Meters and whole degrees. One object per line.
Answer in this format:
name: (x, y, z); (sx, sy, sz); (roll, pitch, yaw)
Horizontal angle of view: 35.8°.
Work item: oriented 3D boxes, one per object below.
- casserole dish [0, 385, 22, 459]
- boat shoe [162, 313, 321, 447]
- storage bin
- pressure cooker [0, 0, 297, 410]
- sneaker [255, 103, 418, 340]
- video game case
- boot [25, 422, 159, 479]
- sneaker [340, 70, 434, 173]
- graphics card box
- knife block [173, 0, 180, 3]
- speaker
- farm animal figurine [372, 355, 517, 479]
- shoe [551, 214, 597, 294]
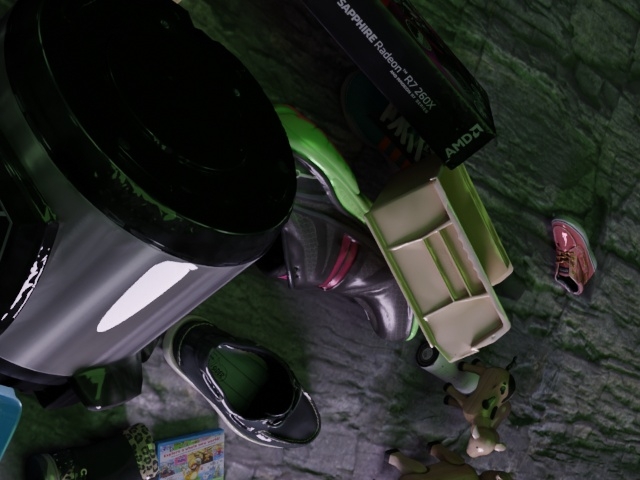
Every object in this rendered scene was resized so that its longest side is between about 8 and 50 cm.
casserole dish: (-0.450, 0.264, 1.252); (0.188, 0.037, 0.114); (-66, 155, -10)
boat shoe: (-0.091, 0.231, 1.515); (0.127, 0.113, 0.340); (-54, 126, -20)
storage bin: (0.193, 0.012, 1.504); (0.260, 0.123, 0.262); (62, 17, -10)
pressure cooker: (-0.280, -0.034, 1.104); (0.376, 0.420, 0.369); (35, 35, -29)
sneaker: (0.000, 0.000, 1.547); (0.202, 0.185, 0.482); (-38, 123, 0)
video game case: (-0.201, 0.378, 1.513); (0.119, 0.015, 0.166); (-4, 100, -39)
boot: (-0.304, 0.383, 1.382); (0.179, 0.085, 0.236); (-17, 106, -39)
sneaker: (0.154, -0.169, 1.650); (0.302, 0.121, 0.108); (47, 67, -34)
graphics card box: (0.107, -0.294, 1.459); (0.094, 0.232, 0.371); (-38, 104, 19)
knife block: (-0.233, -0.316, 1.237); (0.088, 0.276, 0.242); (54, 35, -33)
speaker: (0.237, 0.235, 1.828); (0.136, 0.055, 0.055); (34, 75, -38)
farm animal figurine: (0.256, 0.405, 1.754); (0.327, 0.172, 0.330); (-21, 117, -28)
shoe: (0.507, 0.032, 2.013); (0.081, 0.064, 0.178); (-57, 131, -24)
